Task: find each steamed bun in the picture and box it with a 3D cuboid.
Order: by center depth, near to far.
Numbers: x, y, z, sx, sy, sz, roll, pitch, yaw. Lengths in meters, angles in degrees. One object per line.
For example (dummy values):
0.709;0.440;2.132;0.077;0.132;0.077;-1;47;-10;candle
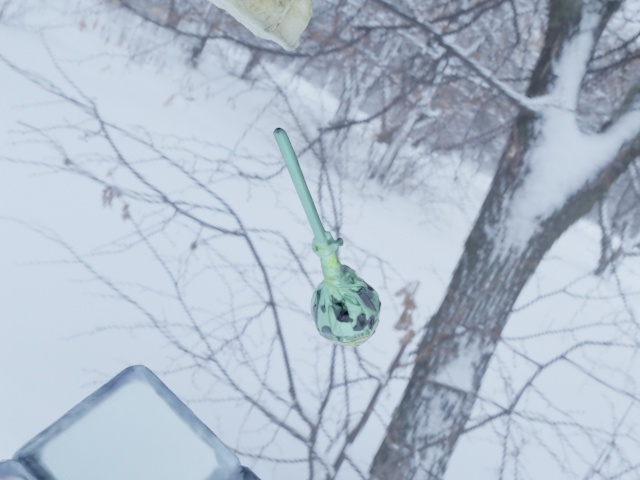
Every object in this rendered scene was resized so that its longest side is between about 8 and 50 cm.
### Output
-0.119;-0.350;0.943;0.292;0.137;0.295;36;9;5;steamed bun

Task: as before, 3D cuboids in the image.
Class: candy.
0.000;0.000;0.919;0.091;0.083;0.305;-112;180;-55;candy

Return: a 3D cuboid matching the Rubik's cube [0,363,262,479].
-0.092;0.257;0.333;0.253;0.259;0.256;40;52;17;Rubik's cube
